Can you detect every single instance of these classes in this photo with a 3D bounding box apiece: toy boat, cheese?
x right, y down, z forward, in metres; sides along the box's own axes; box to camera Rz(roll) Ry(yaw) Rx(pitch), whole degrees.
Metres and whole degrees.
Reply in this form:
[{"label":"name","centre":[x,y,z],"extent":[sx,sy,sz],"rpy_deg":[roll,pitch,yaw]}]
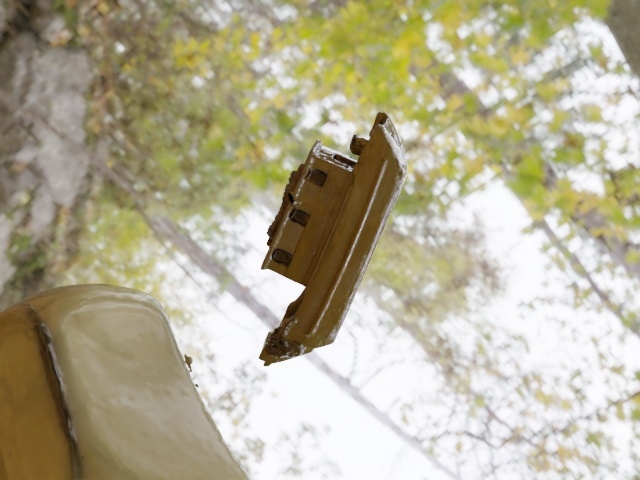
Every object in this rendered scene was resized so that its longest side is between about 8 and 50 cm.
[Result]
[{"label":"toy boat","centre":[0.000,0.000,0.982],"extent":[0.057,0.077,0.200],"rpy_deg":[-70,-178,-72]},{"label":"cheese","centre":[-0.164,0.157,1.112],"extent":[0.127,0.233,0.266],"rpy_deg":[-44,-124,31]}]
